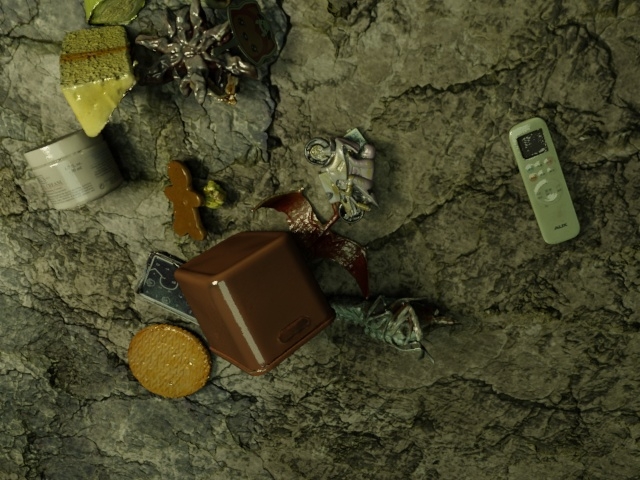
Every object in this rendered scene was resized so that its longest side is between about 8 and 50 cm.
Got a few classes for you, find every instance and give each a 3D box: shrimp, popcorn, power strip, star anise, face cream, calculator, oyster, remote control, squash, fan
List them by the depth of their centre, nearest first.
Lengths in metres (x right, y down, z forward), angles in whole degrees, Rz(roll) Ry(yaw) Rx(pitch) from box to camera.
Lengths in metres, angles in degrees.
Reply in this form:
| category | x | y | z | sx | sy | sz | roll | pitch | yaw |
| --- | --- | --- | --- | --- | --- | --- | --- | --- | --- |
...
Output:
| category | x | y | z | sx | sy | sz | roll | pitch | yaw |
| --- | --- | --- | --- | --- | --- | --- | --- | --- | --- |
| fan | -0.160 | -0.418 | 1.147 | 0.009 | 0.220 | 0.132 | -12 | 116 | 37 |
| squash | -0.444 | -0.605 | 1.157 | 0.137 | 0.137 | 0.287 | -4 | 104 | 8 |
| star anise | -0.268 | -0.400 | 1.180 | 0.283 | 0.129 | 0.212 | 21 | 93 | 12 |
| oyster | -0.227 | -0.367 | 1.254 | 0.103 | 0.051 | 0.148 | -18 | 78 | 3 |
| remote control | 0.514 | -0.134 | 1.281 | 0.090 | 0.038 | 0.309 | -20 | 109 | 14 |
| power strip | 0.091 | -0.222 | 1.304 | 0.040 | 0.016 | 0.090 | -34 | 105 | 18 |
| face cream | -0.578 | -0.172 | 1.317 | 0.177 | 0.177 | 0.153 | -16 | 111 | 13 |
| popcorn | -0.271 | -0.109 | 1.374 | 0.083 | 0.059 | 0.068 | 10 | 128 | 20 |
| shrimp | 0.150 | 0.210 | 1.418 | 0.411 | 0.166 | 0.221 | 13 | 149 | 16 |
| calculator | -0.356 | 0.143 | 1.509 | 0.274 | 0.028 | 0.165 | 26 | 114 | -5 |

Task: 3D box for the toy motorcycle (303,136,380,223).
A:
| category | x | y | z | sx | sy | sz | roll | pitch | yaw |
| --- | --- | --- | --- | --- | --- | --- | --- | --- | --- |
| toy motorcycle | 0.070 | -0.157 | 1.286 | 0.152 | 0.073 | 0.225 | -28 | 106 | 10 |

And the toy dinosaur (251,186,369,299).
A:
| category | x | y | z | sx | sy | sz | roll | pitch | yaw |
| --- | --- | --- | --- | --- | --- | --- | --- | --- | --- |
| toy dinosaur | -0.002 | 0.010 | 1.364 | 0.207 | 0.113 | 0.327 | -20 | 110 | 12 |

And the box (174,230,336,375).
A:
| category | x | y | z | sx | sy | sz | roll | pitch | yaw |
| --- | --- | --- | --- | --- | --- | --- | --- | --- | --- |
| box | -0.164 | 0.124 | 1.297 | 0.239 | 0.339 | 0.229 | -32 | 106 | -25 |

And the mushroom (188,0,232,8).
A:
| category | x | y | z | sx | sy | sz | roll | pitch | yaw |
| --- | --- | --- | --- | --- | --- | --- | --- | --- | --- |
| mushroom | -0.240 | -0.616 | 1.097 | 0.190 | 0.164 | 0.267 | 8 | 153 | 29 |

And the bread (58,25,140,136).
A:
| category | x | y | z | sx | sy | sz | roll | pitch | yaw |
| --- | --- | --- | --- | --- | --- | --- | --- | --- | --- |
| bread | -0.482 | -0.355 | 1.186 | 0.142 | 0.266 | 0.178 | 12 | 124 | -29 |

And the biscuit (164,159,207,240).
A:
| category | x | y | z | sx | sy | sz | roll | pitch | yaw |
| --- | --- | --- | --- | --- | --- | --- | --- | --- | --- |
| biscuit | -0.332 | -0.101 | 1.374 | 0.138 | 0.031 | 0.205 | 12 | 121 | 38 |

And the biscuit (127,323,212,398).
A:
| category | x | y | z | sx | sy | sz | roll | pitch | yaw |
| --- | --- | --- | --- | --- | --- | --- | --- | --- | --- |
| biscuit | -0.434 | 0.346 | 1.603 | 0.254 | 0.035 | 0.254 | 3 | 115 | 6 |
